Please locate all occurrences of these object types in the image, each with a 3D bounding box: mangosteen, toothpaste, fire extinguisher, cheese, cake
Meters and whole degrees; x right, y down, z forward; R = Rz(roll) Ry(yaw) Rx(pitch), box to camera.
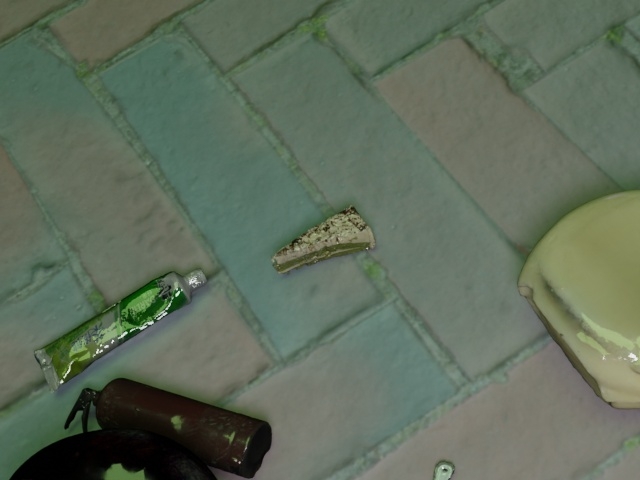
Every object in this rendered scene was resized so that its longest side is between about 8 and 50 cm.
[{"bbox_3d":[-0.228,0.323,1.156,0.275,0.302,0.274,-3,82,19],"label":"mangosteen"},{"bbox_3d":[-0.260,0.109,1.476,0.248,0.047,0.078,-31,52,-5],"label":"toothpaste"},{"bbox_3d":[-0.194,0.227,1.363,0.268,0.072,0.089,13,96,22],"label":"fire extinguisher"},{"bbox_3d":[0.367,0.063,1.291,0.233,0.127,0.266,-27,55,-5],"label":"cheese"},{"bbox_3d":[0.000,0.000,1.478,0.140,0.051,0.055,-17,54,0],"label":"cake"}]

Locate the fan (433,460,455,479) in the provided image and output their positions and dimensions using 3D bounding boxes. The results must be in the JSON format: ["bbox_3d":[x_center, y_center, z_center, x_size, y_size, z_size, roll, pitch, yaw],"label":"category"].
[{"bbox_3d":[0.102,0.346,1.234,0.153,0.008,0.226,12,60,23],"label":"fan"}]
